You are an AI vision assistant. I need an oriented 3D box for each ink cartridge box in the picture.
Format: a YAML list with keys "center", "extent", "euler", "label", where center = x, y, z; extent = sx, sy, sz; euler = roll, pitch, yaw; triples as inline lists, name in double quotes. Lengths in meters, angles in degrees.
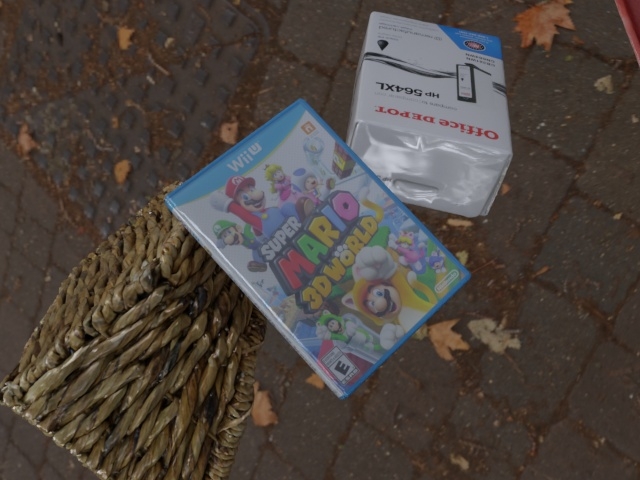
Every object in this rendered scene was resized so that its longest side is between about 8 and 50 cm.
- center: [0.106, -0.133, 0.711]
  extent: [0.148, 0.203, 0.086]
  euler: [11, 135, -3]
  label: "ink cartridge box"

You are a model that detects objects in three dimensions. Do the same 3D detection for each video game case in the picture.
- center: [0.000, 0.000, 0.452]
  extent: [0.166, 0.119, 0.015]
  euler: [47, 159, 7]
  label: "video game case"

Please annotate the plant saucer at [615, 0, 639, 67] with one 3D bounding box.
- center: [0.354, -0.141, 0.459]
  extent: [0.259, 0.048, 0.258]
  euler: [-22, 56, 28]
  label: "plant saucer"

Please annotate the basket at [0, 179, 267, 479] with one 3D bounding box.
- center: [-0.117, 0.089, 0.670]
  extent: [0.213, 0.299, 0.223]
  euler: [-40, 107, 5]
  label: "basket"
